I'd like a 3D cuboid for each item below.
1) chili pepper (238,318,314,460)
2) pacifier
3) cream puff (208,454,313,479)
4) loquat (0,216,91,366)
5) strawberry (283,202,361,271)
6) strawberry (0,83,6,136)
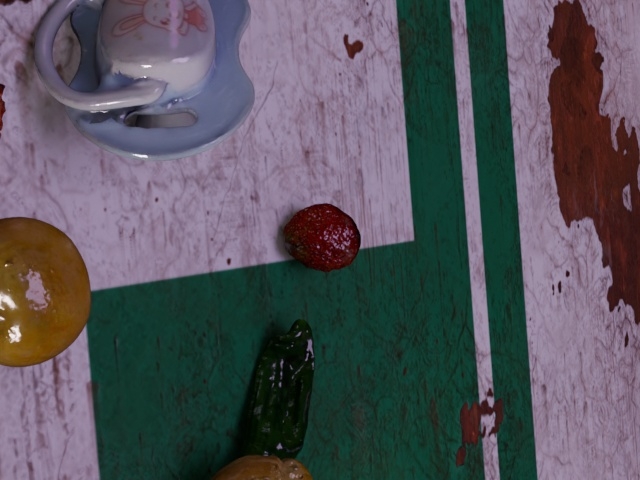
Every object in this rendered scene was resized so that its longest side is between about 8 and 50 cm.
[{"bbox_3d":[-0.059,0.226,1.610,0.100,0.074,0.257,38,54,-42],"label":"chili pepper"},{"bbox_3d":[-0.188,-0.176,1.396,0.226,0.238,0.287,88,-5,-54],"label":"pacifier"},{"bbox_3d":[-0.077,0.353,1.493,0.189,0.129,0.189,-9,122,-15],"label":"cream puff"},{"bbox_3d":[-0.302,0.051,1.241,0.163,0.137,0.163,-37,133,-55],"label":"loquat"},{"bbox_3d":[0.000,-0.001,1.681,0.106,0.106,0.106,4,85,-53],"label":"strawberry"},{"bbox_3d":[-0.394,-0.064,1.154,0.286,0.106,0.188,-71,174,-53],"label":"strawberry"}]
